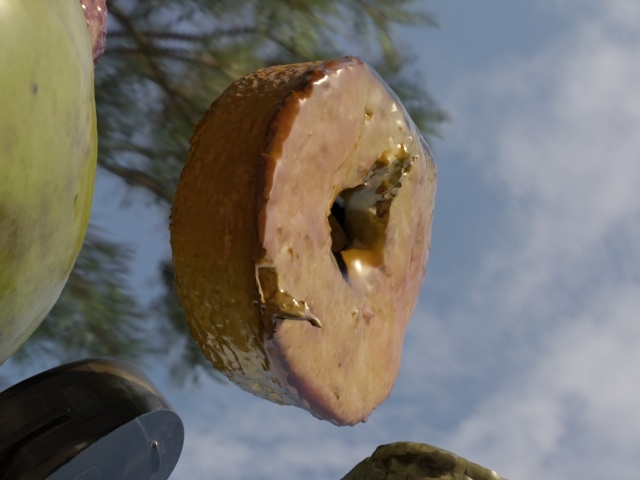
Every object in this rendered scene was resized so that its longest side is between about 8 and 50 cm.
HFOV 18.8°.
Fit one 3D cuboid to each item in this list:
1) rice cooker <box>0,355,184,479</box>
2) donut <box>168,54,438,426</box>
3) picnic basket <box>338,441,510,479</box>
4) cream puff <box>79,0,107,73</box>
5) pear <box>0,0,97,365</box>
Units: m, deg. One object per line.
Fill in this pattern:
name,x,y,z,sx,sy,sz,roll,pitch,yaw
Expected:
rice cooker,-0.181,0.151,1.388,0.165,0.112,0.106,-17,-135,-22
donut,-0.001,-0.001,1.294,0.118,0.253,0.253,2,-101,33
picnic basket,0.033,0.211,0.869,0.134,0.154,0.196,31,-129,-9
cream puff,-0.289,-0.171,1.490,0.240,0.164,0.240,3,-63,7
pear,-0.236,-0.039,0.850,0.287,0.375,0.287,-5,-141,4
